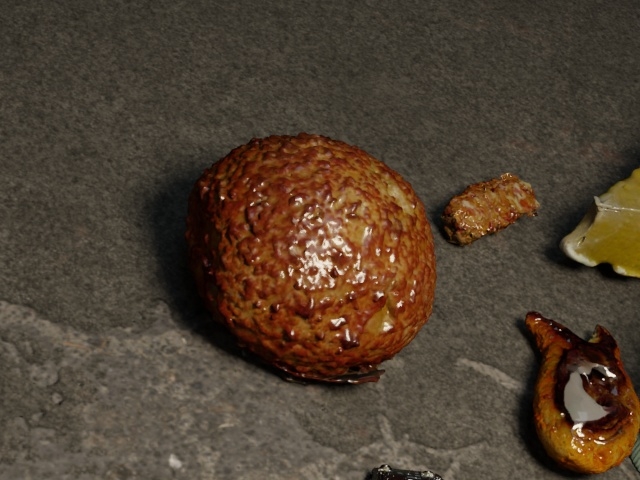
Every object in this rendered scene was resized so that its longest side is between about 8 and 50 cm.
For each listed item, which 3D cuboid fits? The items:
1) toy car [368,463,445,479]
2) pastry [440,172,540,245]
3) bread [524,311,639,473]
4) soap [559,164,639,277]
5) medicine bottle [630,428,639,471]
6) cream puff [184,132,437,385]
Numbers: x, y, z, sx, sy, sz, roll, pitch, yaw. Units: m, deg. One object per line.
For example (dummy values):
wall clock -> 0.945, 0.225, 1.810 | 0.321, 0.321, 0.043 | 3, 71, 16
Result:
toy car -> 0.101, 0.285, 1.663 | 0.093, 0.025, 0.041 | 10, 46, -8
pastry -> 0.231, -0.040, 2.016 | 0.169, 0.063, 0.087 | -19, 66, -41
bread -> 0.326, 0.193, 1.808 | 0.139, 0.095, 0.269 | 17, 29, -9
soap -> 0.479, -0.090, 2.088 | 0.304, 0.169, 0.338 | 12, 36, -12
medicine bottle -> 0.503, 0.169, 1.726 | 0.158, 0.318, 0.158 | 12, 45, -12
cream puff -> -0.005, -0.001, 1.762 | 0.350, 0.228, 0.350 | 13, 42, -11
